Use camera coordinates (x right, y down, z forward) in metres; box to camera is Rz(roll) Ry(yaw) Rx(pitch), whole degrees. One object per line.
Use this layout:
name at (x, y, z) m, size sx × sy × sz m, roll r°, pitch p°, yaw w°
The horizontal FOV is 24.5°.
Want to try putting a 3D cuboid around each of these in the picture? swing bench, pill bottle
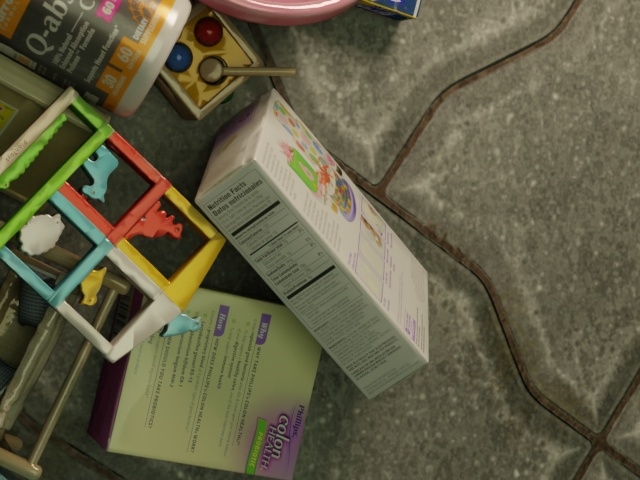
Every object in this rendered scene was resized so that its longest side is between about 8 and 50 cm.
swing bench at (-0.396, 0.101, 1.693) m, size 0.254 × 0.165 × 0.253 m, roll 26°, pitch 85°, yaw -21°
pill bottle at (-0.298, -0.268, 1.648) m, size 0.278 × 0.162 × 0.162 m, roll 28°, pitch 84°, yaw -11°

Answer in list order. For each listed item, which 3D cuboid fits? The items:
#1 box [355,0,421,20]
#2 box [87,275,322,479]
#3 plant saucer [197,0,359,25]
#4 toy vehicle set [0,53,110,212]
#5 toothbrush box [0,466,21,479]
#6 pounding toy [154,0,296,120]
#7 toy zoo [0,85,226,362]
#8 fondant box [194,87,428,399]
box at (0.048, -0.333, 1.887) m, size 0.169 × 0.054 × 0.059 m, roll 15°, pitch 89°, yaw -21°
box at (-0.139, 0.165, 1.824) m, size 0.243 × 0.117 × 0.214 m, roll 13°, pitch 90°, yaw -21°
plant saucer at (-0.079, -0.389, 1.760) m, size 0.332 × 0.084 × 0.332 m, roll 9°, pitch 63°, yaw -17°
toy vehicle set at (-0.395, -0.147, 1.681) m, size 0.267 × 0.166 × 0.035 m, roll 29°, pitch 43°, yaw -21°
toothbrush box at (-0.338, 0.364, 1.668) m, size 0.216 × 0.295 × 0.126 m, roll 45°, pitch 80°, yaw -19°
pounding toy at (-0.131, -0.218, 1.802) m, size 0.130 × 0.100 × 0.141 m, roll -43°, pitch 107°, yaw -12°
toy zoo at (-0.240, -0.001, 1.642) m, size 0.293 × 0.030 × 0.192 m, roll 45°, pitch 76°, yaw -14°
fondant box at (0.000, 0.000, 1.795) m, size 0.096 × 0.238 × 0.330 m, roll -34°, pitch 109°, yaw 18°
